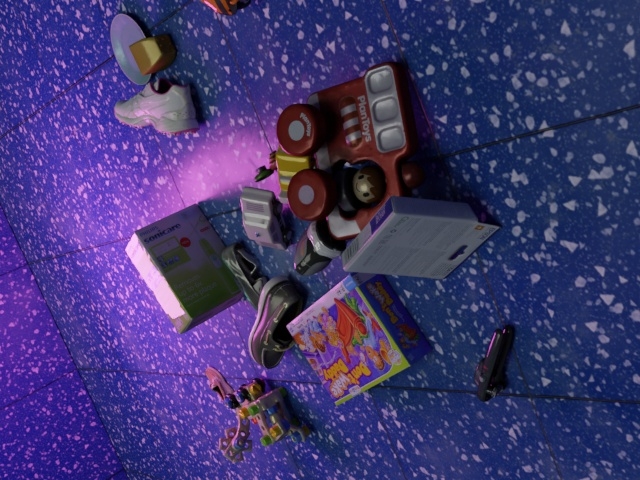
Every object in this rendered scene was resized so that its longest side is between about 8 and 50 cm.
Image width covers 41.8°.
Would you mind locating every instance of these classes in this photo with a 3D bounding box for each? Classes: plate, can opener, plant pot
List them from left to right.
[{"bbox_3d":[-0.488,-0.501,2.188,0.188,0.024,0.188,29,133,37],"label":"plate"},{"bbox_3d":[-0.405,-0.466,2.064,0.083,0.081,0.081,-21,96,44],"label":"plant pot"},{"bbox_3d":[0.335,0.241,1.630,0.073,0.059,0.186,37,138,32],"label":"can opener"}]

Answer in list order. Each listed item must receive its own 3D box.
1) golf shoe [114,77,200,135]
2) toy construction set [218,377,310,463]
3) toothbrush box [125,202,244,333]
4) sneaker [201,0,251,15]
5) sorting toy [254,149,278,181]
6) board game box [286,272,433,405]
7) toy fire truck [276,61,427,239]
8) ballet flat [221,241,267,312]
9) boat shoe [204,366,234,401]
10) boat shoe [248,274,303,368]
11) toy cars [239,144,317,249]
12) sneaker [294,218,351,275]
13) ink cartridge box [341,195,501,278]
[{"bbox_3d":[-0.423,-0.353,2.151,0.306,0.115,0.140,15,114,38],"label":"golf shoe"},{"bbox_3d":[-0.180,0.516,2.402,0.327,0.151,0.215,-35,85,44],"label":"toy construction set"},{"bbox_3d":[-0.356,0.074,2.255,0.283,0.206,0.122,55,145,10],"label":"toothbrush box"},{"bbox_3d":[-0.142,-0.545,1.663,0.321,0.125,0.180,12,149,28],"label":"sneaker"},{"bbox_3d":[-0.117,-0.175,1.914,0.102,0.061,0.042,-32,87,32],"label":"sorting toy"},{"bbox_3d":[0.078,0.222,1.922,0.233,0.078,0.347,56,144,7],"label":"board game box"},{"bbox_3d":[0.073,-0.161,1.578,0.254,0.169,0.302,-13,86,37],"label":"toy fire truck"},{"bbox_3d":[-0.179,0.099,2.175,0.068,0.072,0.213,-37,85,24],"label":"ballet flat"},{"bbox_3d":[-0.320,0.449,2.603,0.135,0.045,0.050,42,140,26],"label":"boat shoe"},{"bbox_3d":[-0.110,0.228,2.137,0.091,0.109,0.305,42,137,33],"label":"boat shoe"},{"bbox_3d":[-0.092,-0.073,1.877,0.176,0.087,0.393,35,145,-9],"label":"toy cars"},{"bbox_3d":[0.000,0.000,1.736,0.100,0.271,0.108,43,107,-1],"label":"sneaker"},{"bbox_3d":[0.184,-0.001,1.561,0.223,0.224,0.045,129,141,-51],"label":"ink cartridge box"}]
